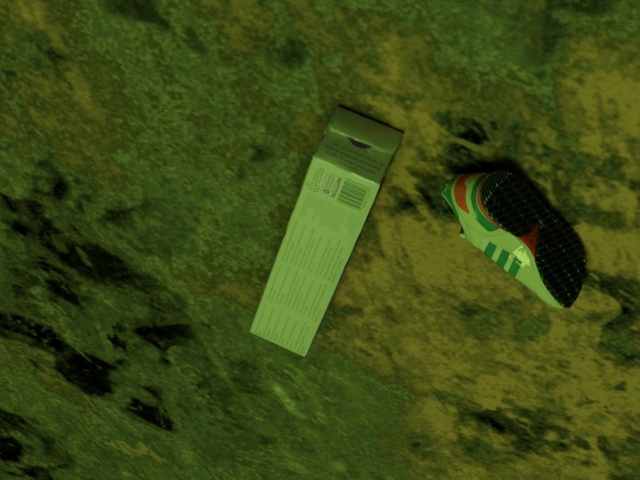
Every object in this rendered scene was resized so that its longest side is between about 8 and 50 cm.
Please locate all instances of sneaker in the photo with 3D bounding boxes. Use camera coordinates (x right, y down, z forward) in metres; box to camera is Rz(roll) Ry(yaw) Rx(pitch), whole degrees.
[{"bbox_3d":[0.165,-0.004,1.353,0.075,0.057,0.161,8,149,52],"label":"sneaker"}]

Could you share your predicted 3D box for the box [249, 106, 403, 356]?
[{"bbox_3d":[0.000,0.000,1.441,0.067,0.063,0.324,24,147,3],"label":"box"}]
